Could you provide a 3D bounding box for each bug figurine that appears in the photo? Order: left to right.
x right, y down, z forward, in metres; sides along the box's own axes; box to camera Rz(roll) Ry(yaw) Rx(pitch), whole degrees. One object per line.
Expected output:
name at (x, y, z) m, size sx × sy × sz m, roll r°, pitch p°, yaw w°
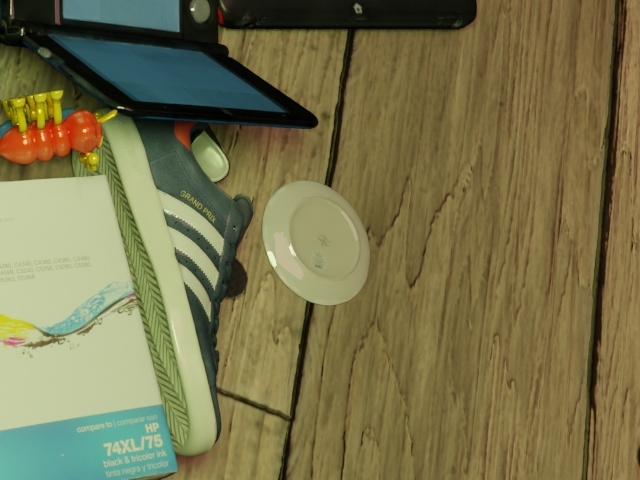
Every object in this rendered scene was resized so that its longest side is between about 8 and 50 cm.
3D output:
bug figurine at (-0.291, -0.086, 1.568) m, size 0.216 × 0.279 × 0.072 m, roll -11°, pitch 97°, yaw -10°

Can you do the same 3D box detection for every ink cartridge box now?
ink cartridge box at (-0.279, 0.103, 1.520) m, size 0.197 × 0.198 × 0.270 m, roll -6°, pitch 76°, yaw -38°

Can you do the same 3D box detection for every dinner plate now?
dinner plate at (0.000, 0.000, 1.896) m, size 0.141 × 0.017 × 0.141 m, roll 14°, pitch 65°, yaw -31°

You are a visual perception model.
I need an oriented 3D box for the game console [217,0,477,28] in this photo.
game console at (0.002, -0.405, 2.039) m, size 0.386 × 0.060 × 0.342 m, roll -5°, pitch 74°, yaw -38°

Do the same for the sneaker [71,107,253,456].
sneaker at (-0.122, 0.031, 1.713) m, size 0.148 × 0.131 × 0.350 m, roll -6°, pitch 75°, yaw -34°

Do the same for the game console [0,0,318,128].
game console at (-0.151, -0.233, 1.729) m, size 0.293 × 0.173 × 0.250 m, roll -1°, pitch 90°, yaw -52°

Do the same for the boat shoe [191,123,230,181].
boat shoe at (-0.135, -0.115, 1.827) m, size 0.046 × 0.038 × 0.125 m, roll -38°, pitch 91°, yaw 1°
